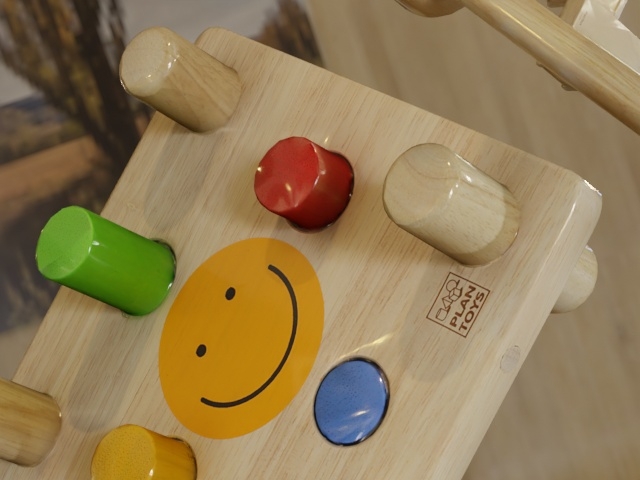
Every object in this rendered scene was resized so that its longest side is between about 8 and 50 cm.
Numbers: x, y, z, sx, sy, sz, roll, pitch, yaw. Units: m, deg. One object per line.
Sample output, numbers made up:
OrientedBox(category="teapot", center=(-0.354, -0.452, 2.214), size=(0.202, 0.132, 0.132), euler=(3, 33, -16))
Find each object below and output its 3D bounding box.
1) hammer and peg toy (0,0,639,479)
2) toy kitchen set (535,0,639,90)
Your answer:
OrientedBox(category="hammer and peg toy", center=(0.000, 0.000, 0.751), size=(0.266, 0.361, 0.127), euler=(28, -1, 42))
OrientedBox(category="toy kitchen set", center=(0.167, -0.133, 1.102), size=(0.075, 0.068, 0.083), euler=(8, 68, 56))
